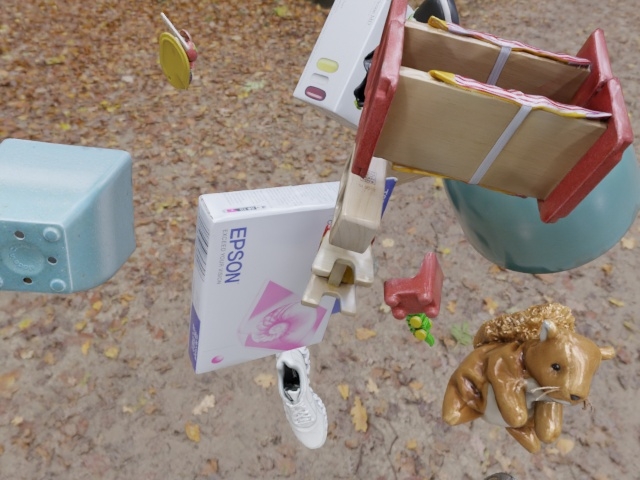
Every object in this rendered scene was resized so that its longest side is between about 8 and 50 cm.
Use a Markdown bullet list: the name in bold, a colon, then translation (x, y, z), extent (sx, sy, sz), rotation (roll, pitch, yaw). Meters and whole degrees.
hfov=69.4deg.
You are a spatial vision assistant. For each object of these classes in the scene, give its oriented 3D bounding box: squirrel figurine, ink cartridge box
- **squirrel figurine**: translation (0.542, 0.303, 1.197), extent (0.280, 0.371, 0.397), rotation (25, 47, 0)
- **ink cartridge box**: translation (-0.038, 0.059, 0.745), extent (0.329, 0.324, 0.071), rotation (-9, 43, -28)

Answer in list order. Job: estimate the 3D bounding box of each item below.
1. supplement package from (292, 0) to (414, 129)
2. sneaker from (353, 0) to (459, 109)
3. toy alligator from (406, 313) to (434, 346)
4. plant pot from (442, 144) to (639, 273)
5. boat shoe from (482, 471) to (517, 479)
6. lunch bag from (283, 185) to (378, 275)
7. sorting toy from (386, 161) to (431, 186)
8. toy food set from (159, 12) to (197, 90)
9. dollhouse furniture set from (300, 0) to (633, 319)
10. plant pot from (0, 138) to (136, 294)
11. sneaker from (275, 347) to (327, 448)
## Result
- **supplement package**: translation (0.100, -0.386, 1.025), extent (0.145, 0.262, 0.204), rotation (34, 13, 39)
- **sneaker**: translation (0.116, -0.264, 0.694), extent (0.097, 0.235, 0.084), rotation (-12, 72, -22)
- **toy alligator**: translation (0.228, 0.179, 1.126), extent (0.051, 0.190, 0.056), rotation (-9, 23, 38)
- **plant pot**: translation (0.321, -0.123, 0.716), extent (0.292, 0.235, 0.293), rotation (-15, 60, 29)
- **boat shoe**: translation (0.212, 0.444, 0.513), extent (0.119, 0.123, 0.324), rotation (23, 68, 2)
- **lunch bag**: translation (0.000, 0.000, 1.295), extent (0.212, 0.256, 0.306), rotation (-22, 81, 20)
- **sorting toy**: translation (0.203, -0.215, 1.349), extent (0.208, 0.193, 0.038), rotation (-13, 63, 21)
- **toy food set**: translation (-0.381, -0.514, 1.282), extent (0.071, 0.218, 0.128), rotation (-39, 85, -29)
- **dollhouse furniture set**: translation (0.116, -0.051, 0.518), extent (0.201, 0.374, 0.152), rotation (15, 54, -3)
- **plant pot**: translation (-0.518, -0.027, 0.889), extent (0.247, 0.247, 0.252), rotation (5, 29, -9)
- **sneaker**: translation (-0.057, 0.410, 1.187), extent (0.109, 0.293, 0.118), rotation (-16, 6, 5)
